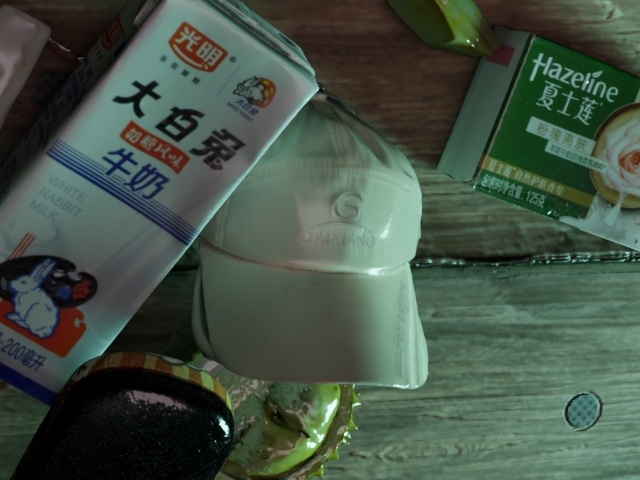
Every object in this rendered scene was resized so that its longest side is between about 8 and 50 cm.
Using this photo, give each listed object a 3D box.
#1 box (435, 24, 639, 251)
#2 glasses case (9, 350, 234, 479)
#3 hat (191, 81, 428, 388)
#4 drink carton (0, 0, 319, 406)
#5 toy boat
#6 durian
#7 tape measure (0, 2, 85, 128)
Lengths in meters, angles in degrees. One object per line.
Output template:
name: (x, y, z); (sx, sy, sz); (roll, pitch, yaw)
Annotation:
box: (0.214, -0.082, 1.143); (0.199, 0.081, 0.135); (17, 99, -23)
glasses case: (-0.169, 0.197, 1.027); (0.122, 0.082, 0.321); (21, 129, -16)
hat: (0.000, 0.000, 1.035); (0.219, 0.226, 0.164); (4, 120, -21)
drink carton: (-0.150, -0.044, 0.986); (0.130, 0.107, 0.315); (33, 105, -24)
toy boat: (0.082, -0.212, 1.073); (0.066, 0.065, 0.172); (-48, 111, -25)
durian: (-0.063, 0.143, 1.094); (0.208, 0.102, 0.146); (-27, 79, -7)
tape measure: (-0.337, -0.083, 0.938); (0.265, 0.130, 0.258); (28, 92, -17)
